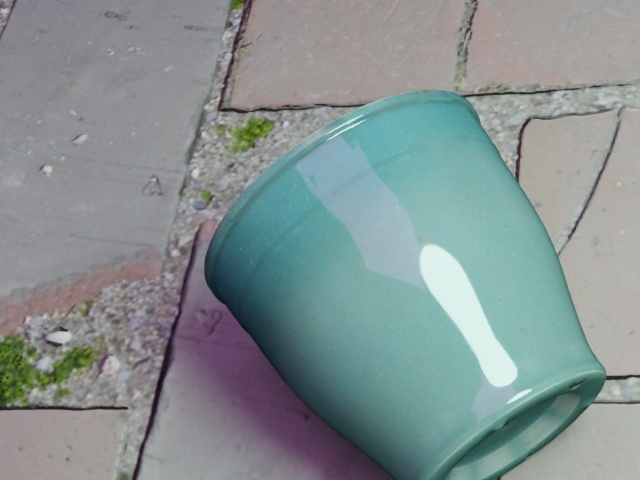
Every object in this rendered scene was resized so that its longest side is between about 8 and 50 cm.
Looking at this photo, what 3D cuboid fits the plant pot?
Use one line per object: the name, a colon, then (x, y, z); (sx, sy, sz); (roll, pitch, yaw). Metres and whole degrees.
plant pot: (0.083, 0.064, 1.024); (0.271, 0.272, 0.255); (-31, 66, -6)
